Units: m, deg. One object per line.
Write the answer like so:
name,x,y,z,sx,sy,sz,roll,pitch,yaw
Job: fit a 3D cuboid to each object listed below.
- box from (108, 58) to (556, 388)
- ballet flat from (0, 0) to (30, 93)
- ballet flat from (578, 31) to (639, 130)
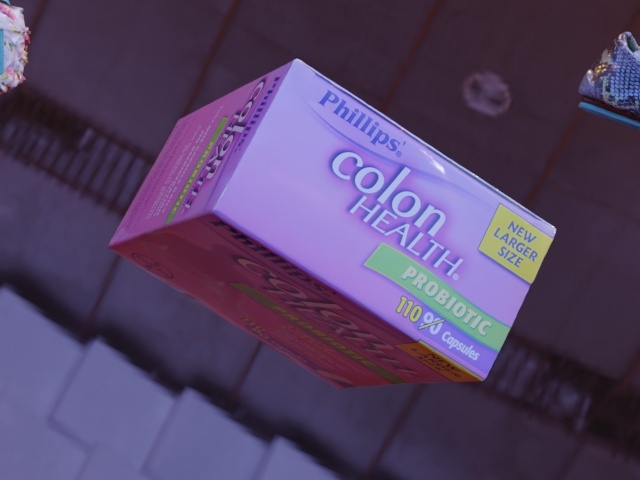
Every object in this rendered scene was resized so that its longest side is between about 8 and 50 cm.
box,0.000,0.000,1.213,0.213,0.117,0.243,33,-17,-17
ballet flat,-0.280,-0.108,1.325,0.091,0.077,0.241,-3,-15,-24
ballet flat,0.243,-0.073,1.048,0.188,0.070,0.070,28,-35,23
